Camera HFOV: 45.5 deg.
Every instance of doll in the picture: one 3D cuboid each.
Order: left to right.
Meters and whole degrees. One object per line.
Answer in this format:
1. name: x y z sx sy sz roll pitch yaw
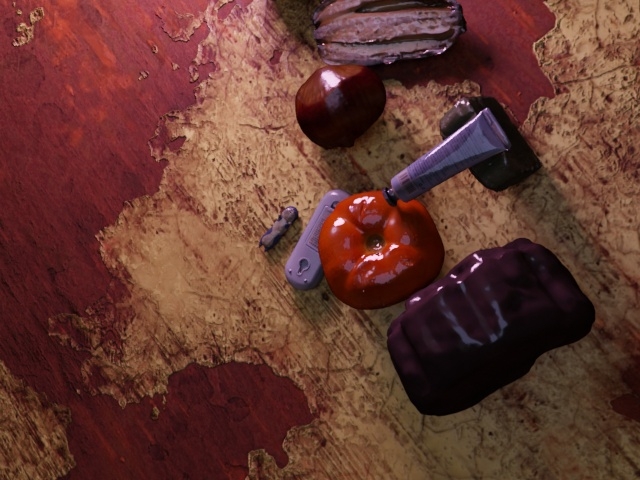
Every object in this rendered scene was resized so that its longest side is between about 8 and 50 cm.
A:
1. doll: -0.095 -0.026 1.721 0.037 0.027 0.125 41 101 9

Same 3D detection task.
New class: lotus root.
1. lotus root: 0.149 -0.463 1.635 0.329 0.078 0.167 2 111 17

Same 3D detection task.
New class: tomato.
1. tomato: 0.123 0.019 1.560 0.260 0.180 0.259 -3 77 13

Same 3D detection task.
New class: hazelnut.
1. hazelnut: 0.033 -0.291 1.634 0.202 0.160 0.170 -10 68 55

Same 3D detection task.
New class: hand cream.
1. hand cream: 0.228 -0.143 1.428 0.256 0.055 0.088 -33 76 26

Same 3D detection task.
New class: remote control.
1. remote control: 0.000 0.000 1.677 0.087 0.047 0.244 31 99 14

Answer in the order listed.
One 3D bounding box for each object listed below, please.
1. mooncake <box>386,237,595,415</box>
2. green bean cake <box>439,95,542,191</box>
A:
1. mooncake: 0.303 0.159 1.428 0.381 0.350 0.212 -32 69 5
2. green bean cake: 0.334 -0.188 1.496 0.094 0.183 0.185 -44 75 30
